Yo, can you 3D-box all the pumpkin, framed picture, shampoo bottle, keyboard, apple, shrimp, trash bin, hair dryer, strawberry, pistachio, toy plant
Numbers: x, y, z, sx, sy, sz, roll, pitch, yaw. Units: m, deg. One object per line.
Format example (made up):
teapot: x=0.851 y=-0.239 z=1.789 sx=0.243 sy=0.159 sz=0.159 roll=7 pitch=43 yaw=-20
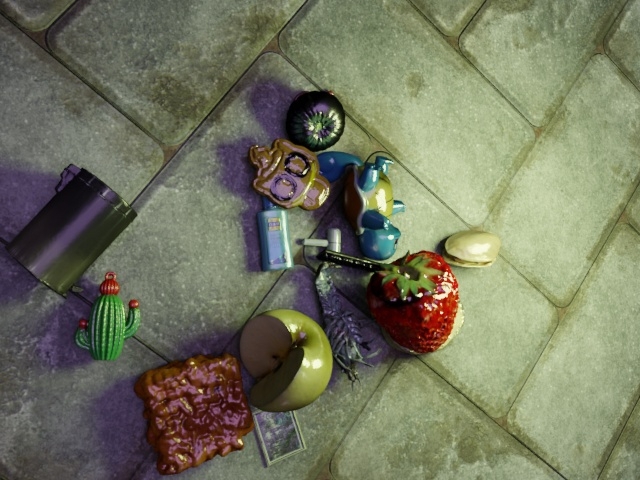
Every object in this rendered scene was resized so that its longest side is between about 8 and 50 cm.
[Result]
pumpkin: x=-0.015 y=-0.385 z=1.905 sx=0.201 sy=0.140 sz=0.202 roll=-5 pitch=116 yaw=-10
framed picture: x=-0.132 y=0.605 z=1.868 sx=0.141 sy=0.011 sz=0.183 roll=-17 pitch=92 yaw=-20
shampoo bottle: x=-0.150 y=-0.034 z=1.880 sx=0.103 sy=0.061 sz=0.259 roll=-6 pitch=88 yaw=-18
keyboard: x=0.104 y=0.070 z=1.947 sx=0.230 sy=0.093 sz=0.025 roll=14 pitch=70 yaw=-18
apple: x=-0.095 y=0.361 z=1.762 sx=0.233 sy=0.258 sz=0.295 roll=4 pitch=43 yaw=-38
shrimp: x=0.072 y=0.272 z=1.898 sx=0.221 sy=0.166 sz=0.411 roll=-16 pitch=77 yaw=-42
trash bin: x=-0.682 y=-0.025 z=1.613 sx=0.252 sy=0.203 sz=0.302 roll=45 pitch=74 yaw=-24
hair dryer: x=0.000 y=0.000 z=1.945 sx=0.137 sy=0.047 sz=0.082 roll=2 pitch=85 yaw=-13
strawberry: x=0.289 y=0.191 z=1.863 sx=0.291 sy=0.310 sz=0.292 roll=-1 pitch=50 yaw=1
pistachio: x=0.542 y=0.033 z=2.096 sx=0.223 sy=0.126 sz=0.152 roll=-13 pitch=53 yaw=-17
toy plant: x=-0.596 y=0.225 z=1.687 sx=0.154 sy=0.088 sz=0.241 roll=29 pitch=73 yaw=-14

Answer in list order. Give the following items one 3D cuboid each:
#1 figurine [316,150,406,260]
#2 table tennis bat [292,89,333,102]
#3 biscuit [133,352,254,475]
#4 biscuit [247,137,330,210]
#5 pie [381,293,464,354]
figurine: x=0.159 y=-0.140 z=1.920 sx=0.242 sy=0.298 sz=0.417 roll=-31 pitch=96 yaw=15
table tennis bat: x=-0.023 y=-0.463 z=1.981 sx=0.154 sy=0.019 sz=0.098 roll=-31 pitch=98 yaw=-16
biscuit: x=-0.364 y=0.500 z=1.741 sx=0.317 sy=0.110 sz=0.312 roll=-14 pitch=89 yaw=-20
biscuit: x=-0.101 y=-0.209 z=1.852 sx=0.290 sy=0.041 sz=0.209 roll=31 pitch=79 yaw=-10
pie: x=0.352 y=0.245 z=2.036 sx=0.337 sy=0.075 sz=0.338 roll=2 pitch=85 yaw=-21
